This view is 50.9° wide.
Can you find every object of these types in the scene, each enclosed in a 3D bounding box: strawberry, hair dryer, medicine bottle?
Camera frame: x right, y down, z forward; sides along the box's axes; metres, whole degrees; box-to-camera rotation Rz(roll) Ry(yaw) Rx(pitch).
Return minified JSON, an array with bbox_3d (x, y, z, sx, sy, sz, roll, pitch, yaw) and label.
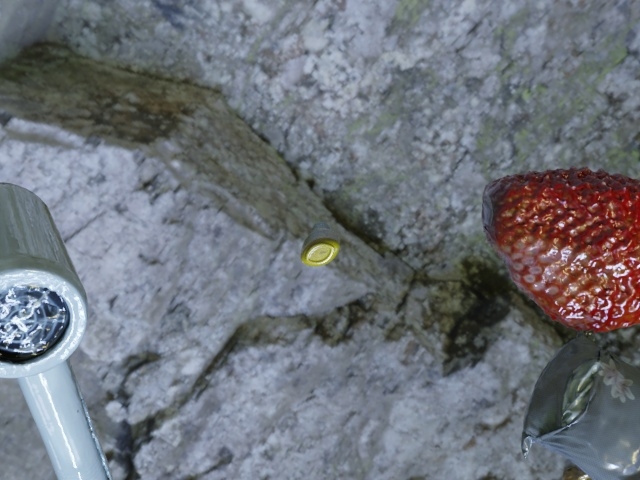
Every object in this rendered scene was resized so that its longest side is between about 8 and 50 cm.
[{"bbox_3d":[0.441,-0.001,1.183,0.267,0.351,0.312,-48,-153,46],"label":"strawberry"},{"bbox_3d":[-0.175,0.093,0.424,0.073,0.237,0.131,-17,-149,-24],"label":"hair dryer"},{"bbox_3d":[0.000,0.000,1.627,0.094,0.064,0.260,-26,-168,7],"label":"medicine bottle"}]

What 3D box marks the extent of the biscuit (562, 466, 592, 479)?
[{"bbox_3d":[0.488,0.373,0.986,0.224,0.145,0.033,-25,-166,35],"label":"biscuit"}]

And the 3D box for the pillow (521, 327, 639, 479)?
[{"bbox_3d":[0.337,0.206,0.677,0.169,0.255,0.059,-49,164,-26],"label":"pillow"}]
